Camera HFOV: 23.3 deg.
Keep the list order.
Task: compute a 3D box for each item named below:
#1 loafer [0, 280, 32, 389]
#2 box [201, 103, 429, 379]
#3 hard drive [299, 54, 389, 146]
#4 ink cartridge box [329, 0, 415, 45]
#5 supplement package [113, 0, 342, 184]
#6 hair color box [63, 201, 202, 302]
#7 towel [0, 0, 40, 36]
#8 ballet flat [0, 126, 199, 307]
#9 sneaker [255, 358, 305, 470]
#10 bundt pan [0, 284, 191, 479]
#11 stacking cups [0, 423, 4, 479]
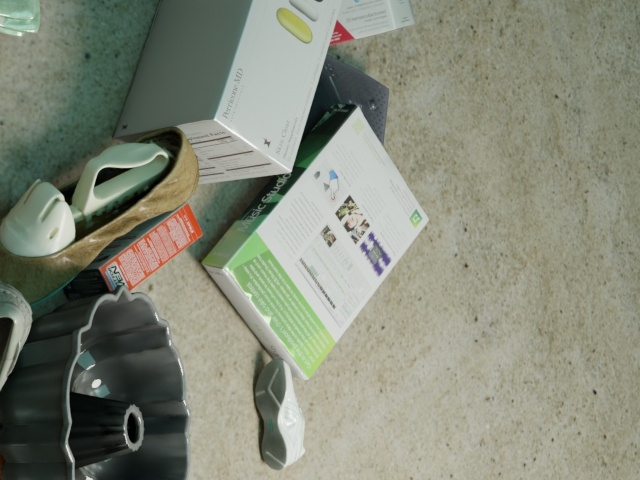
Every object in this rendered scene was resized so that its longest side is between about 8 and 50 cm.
[{"bbox_3d":[-0.420,0.183,1.646,0.112,0.111,0.319,33,94,-18],"label":"loafer"},{"bbox_3d":[0.000,0.000,2.164,0.322,0.058,0.232,-52,126,-26],"label":"box"},{"bbox_3d":[-0.008,-0.179,2.219,0.255,0.054,0.172,18,73,-43],"label":"hard drive"},{"bbox_3d":[0.045,-0.376,2.213,0.127,0.128,0.176,-32,109,-69],"label":"ink cartridge box"},{"bbox_3d":[-0.118,-0.225,2.004,0.145,0.204,0.261,32,65,-39],"label":"supplement package"},{"bbox_3d":[-0.238,0.017,1.938,0.167,0.093,0.053,-39,113,-40],"label":"hair color box"},{"bbox_3d":[-0.451,-0.382,1.761,0.325,0.038,0.247,11,78,-44],"label":"towel"},{"bbox_3d":[-0.281,-0.039,1.840,0.342,0.116,0.124,-32,149,-29],"label":"ballet flat"},{"bbox_3d":[-0.052,0.237,2.141,0.061,0.054,0.152,-9,99,-55],"label":"sneaker"},{"bbox_3d":[-0.270,0.220,1.807,0.331,0.124,0.330,-5,90,-71],"label":"bundt pan"},{"bbox_3d":[-0.411,0.200,1.756,0.096,0.096,0.316,-26,108,-44],"label":"stacking cups"}]
